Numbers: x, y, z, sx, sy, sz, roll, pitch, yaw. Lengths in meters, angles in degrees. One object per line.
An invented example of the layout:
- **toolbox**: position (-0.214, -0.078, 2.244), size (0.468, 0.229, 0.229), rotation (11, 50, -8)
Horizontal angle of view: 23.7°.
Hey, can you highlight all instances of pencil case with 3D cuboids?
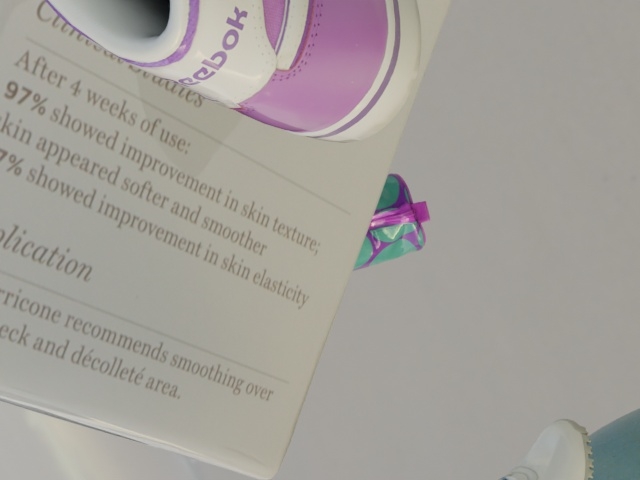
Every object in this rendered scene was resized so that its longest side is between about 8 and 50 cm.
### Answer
- **pencil case**: position (0.000, 0.000, 1.121), size (0.070, 0.152, 0.064), rotation (162, 90, -74)

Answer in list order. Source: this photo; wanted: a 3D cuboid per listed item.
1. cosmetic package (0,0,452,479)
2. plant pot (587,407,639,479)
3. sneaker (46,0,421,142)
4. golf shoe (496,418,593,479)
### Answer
- **cosmetic package**: position (-0.168, -0.108, 0.939), size (0.327, 0.393, 0.329), rotation (15, 171, 42)
- **plant pot**: position (0.327, 0.252, 1.349), size (0.290, 0.195, 0.290), rotation (23, -168, -5)
- **sneaker**: position (-0.070, -0.172, 0.584), size (0.161, 0.102, 0.282), rotation (9, -134, -48)
- **golf shoe**: position (0.153, 0.212, 1.206), size (0.086, 0.176, 0.069), rotation (34, 163, -27)
